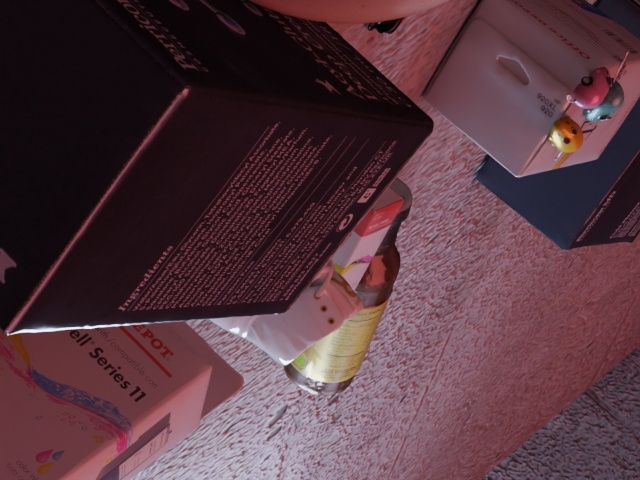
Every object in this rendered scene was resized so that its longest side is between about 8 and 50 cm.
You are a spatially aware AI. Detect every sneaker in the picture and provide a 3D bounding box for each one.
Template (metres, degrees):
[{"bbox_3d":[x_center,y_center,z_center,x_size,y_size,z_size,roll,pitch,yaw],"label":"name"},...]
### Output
[{"bbox_3d":[-0.005,0.004,1.972,0.292,0.169,0.108,-54,-177,24],"label":"sneaker"}]

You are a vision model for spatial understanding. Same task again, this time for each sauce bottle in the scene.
[{"bbox_3d":[0.038,0.055,2.274,0.111,0.111,0.344,-31,152,-40],"label":"sauce bottle"}]

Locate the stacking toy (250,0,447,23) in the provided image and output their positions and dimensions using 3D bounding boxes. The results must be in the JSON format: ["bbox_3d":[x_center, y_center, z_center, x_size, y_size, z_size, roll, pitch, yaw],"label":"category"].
[{"bbox_3d":[0.075,-0.395,1.349,0.480,0.350,0.350,-48,167,-55],"label":"stacking toy"}]

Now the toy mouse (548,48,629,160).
[{"bbox_3d":[0.325,-0.163,2.083,0.143,0.031,0.161,-47,159,-4],"label":"toy mouse"}]

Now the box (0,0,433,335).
[{"bbox_3d":[-0.149,-0.110,1.299,0.212,0.293,0.395,-52,160,18],"label":"box"}]

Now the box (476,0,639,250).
[{"bbox_3d":[0.439,-0.175,2.586,0.343,0.179,0.312,-56,160,17],"label":"box"}]

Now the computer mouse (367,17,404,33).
[{"bbox_3d":[0.112,-0.312,1.832,0.184,0.060,0.262,-46,160,-5],"label":"computer mouse"}]

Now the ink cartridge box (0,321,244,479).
[{"bbox_3d":[-0.249,0.140,1.685,0.353,0.207,0.119,-37,158,-33],"label":"ink cartridge box"}]

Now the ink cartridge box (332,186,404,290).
[{"bbox_3d":[0.000,0.000,2.083,0.067,0.115,0.198,-24,148,-51],"label":"ink cartridge box"}]

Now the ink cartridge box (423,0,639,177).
[{"bbox_3d":[0.278,-0.202,2.214,0.232,0.171,0.168,-14,140,-57],"label":"ink cartridge box"}]
